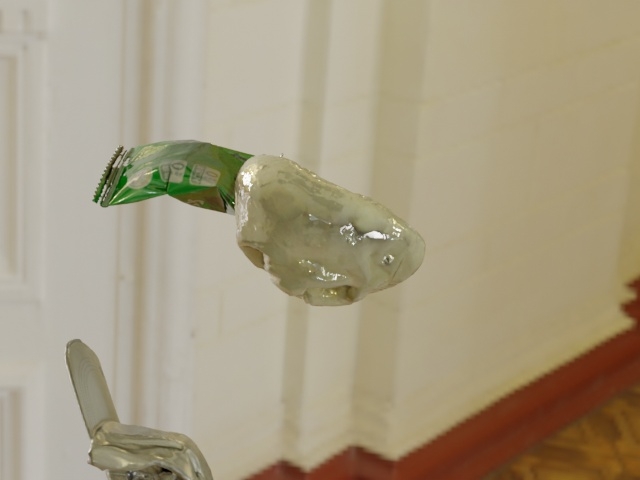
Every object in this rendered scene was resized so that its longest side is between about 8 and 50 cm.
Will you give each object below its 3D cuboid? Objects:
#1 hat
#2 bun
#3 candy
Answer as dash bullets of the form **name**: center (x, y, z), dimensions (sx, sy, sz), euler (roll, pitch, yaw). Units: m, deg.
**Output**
- **hat**: center (-0.186, 0.215, 1.746), dimensions (0.149, 0.214, 0.245), euler (-7, 53, 1)
- **bun**: center (0.000, 0.000, 1.729), dimensions (0.231, 0.133, 0.231), euler (27, 1, 0)
- **candy**: center (-0.151, -0.075, 1.867), dimensions (0.203, 0.078, 0.141), euler (6, 18, 7)
